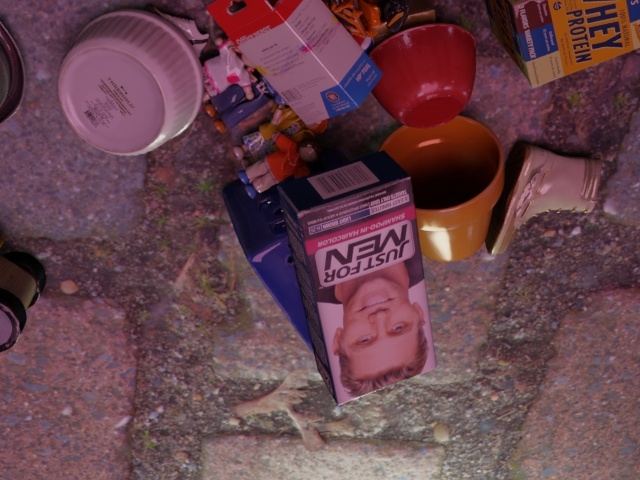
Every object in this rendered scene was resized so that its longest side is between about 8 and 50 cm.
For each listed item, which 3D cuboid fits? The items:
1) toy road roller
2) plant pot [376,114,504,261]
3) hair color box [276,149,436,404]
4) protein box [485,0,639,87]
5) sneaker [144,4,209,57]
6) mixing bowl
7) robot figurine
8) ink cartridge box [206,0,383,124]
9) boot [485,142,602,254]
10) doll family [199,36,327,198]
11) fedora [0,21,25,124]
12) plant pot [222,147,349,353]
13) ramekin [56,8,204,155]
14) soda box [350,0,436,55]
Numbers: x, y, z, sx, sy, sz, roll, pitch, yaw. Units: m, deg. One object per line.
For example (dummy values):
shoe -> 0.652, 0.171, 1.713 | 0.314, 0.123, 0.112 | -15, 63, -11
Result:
toy road roller -> -0.623, 0.116, 1.611 | 0.240, 0.202, 0.329 | 38, 106, -16
plant pot -> 0.202, -0.070, 1.631 | 0.205, 0.205, 0.188 | -17, 141, 2
hair color box -> 0.060, 0.060, 1.475 | 0.173, 0.105, 0.347 | -19, 123, -11
protein box -> 0.356, -0.353, 1.445 | 0.199, 0.201, 0.136 | -20, 124, 5
sneaker -> -0.213, -0.319, 1.479 | 0.109, 0.040, 0.044 | 34, 96, -31
mixing bowl -> 0.161, -0.234, 1.511 | 0.181, 0.098, 0.181 | -11, 156, -5
robot figurine -> 0.017, -0.392, 1.349 | 0.085, 0.211, 0.291 | -50, 145, -22
ink cartridge box -> -0.038, -0.281, 1.413 | 0.231, 0.078, 0.134 | 47, 151, -22
boot -> 0.385, -0.060, 1.727 | 0.165, 0.077, 0.213 | 7, 120, -16
doll family -> -0.084, -0.206, 1.544 | 0.163, 0.118, 0.263 | -27, 106, 17
fedora -> -0.562, -0.238, 1.417 | 0.243, 0.124, 0.275 | -42, 120, 18
plant pot -> 0.000, 0.000, 1.615 | 0.212, 0.236, 0.236 | -30, 124, 3
ramekin -> -0.282, -0.221, 1.447 | 0.207, 0.109, 0.207 | 6, 121, 10
soda box -> 0.084, -0.315, 1.513 | 0.181, 0.058, 0.061 | -13, 126, -1
